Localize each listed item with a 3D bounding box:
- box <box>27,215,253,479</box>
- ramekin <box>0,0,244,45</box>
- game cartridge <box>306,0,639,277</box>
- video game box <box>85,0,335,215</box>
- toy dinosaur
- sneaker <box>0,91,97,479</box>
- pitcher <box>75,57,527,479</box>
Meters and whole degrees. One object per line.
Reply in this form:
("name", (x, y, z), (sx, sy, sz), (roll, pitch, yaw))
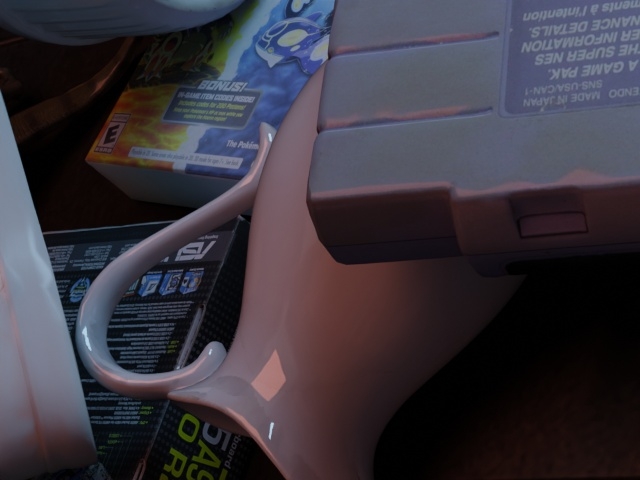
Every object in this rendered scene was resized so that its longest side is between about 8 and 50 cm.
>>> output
("box", (-0.147, 0.100, 1.017), (0.270, 0.060, 0.216), (-5, 57, 44))
("ramekin", (-0.098, -0.202, 1.032), (0.109, 0.207, 0.207), (9, 66, 40))
("game cartridge", (0.178, -0.098, 0.759), (0.355, 0.068, 0.230), (-4, 58, 18))
("video game box", (-0.013, -0.102, 1.058), (0.205, 0.048, 0.187), (8, 63, 49))
("toy dinosaur", (-0.209, -0.057, 1.207), (0.268, 0.064, 0.118), (-38, 20, -10))
("sneaker", (-0.220, -0.014, 0.924), (0.169, 0.108, 0.292), (-15, 69, -8))
("pitcher", (0.000, 0.000, 0.875), (0.178, 0.125, 0.207), (25, 83, 21))
